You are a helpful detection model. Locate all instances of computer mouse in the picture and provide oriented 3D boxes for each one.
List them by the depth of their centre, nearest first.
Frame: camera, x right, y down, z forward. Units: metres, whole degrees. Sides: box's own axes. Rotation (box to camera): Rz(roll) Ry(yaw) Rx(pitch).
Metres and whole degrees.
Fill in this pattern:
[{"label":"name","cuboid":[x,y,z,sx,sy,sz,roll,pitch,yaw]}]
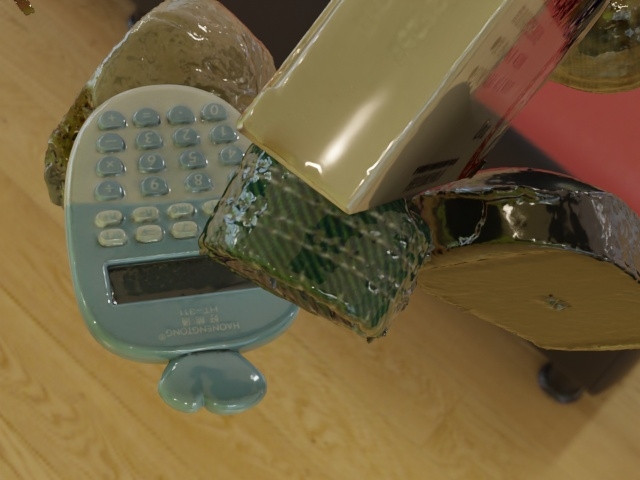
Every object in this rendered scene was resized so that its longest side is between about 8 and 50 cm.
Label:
[{"label":"computer mouse","cuboid":[0.183,0.013,0.907,0.295,0.168,0.087,31,59,-45]}]

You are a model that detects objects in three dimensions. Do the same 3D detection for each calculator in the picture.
[{"label":"calculator","cuboid":[-0.112,0.002,0.947,0.188,0.042,0.302,-5,67,-16]}]

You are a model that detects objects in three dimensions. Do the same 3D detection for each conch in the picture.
[{"label":"conch","cuboid":[0.252,-0.214,1.031,0.291,0.210,0.159,18,42,14]}]

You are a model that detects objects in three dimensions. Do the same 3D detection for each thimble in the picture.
[{"label":"thimble","cuboid":[-0.002,-0.001,0.739,0.135,0.118,0.090,26,82,19]}]

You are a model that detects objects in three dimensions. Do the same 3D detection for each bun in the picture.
[{"label":"bun","cuboid":[-0.147,-0.120,1.226,0.205,0.281,0.281,42,52,-10]}]

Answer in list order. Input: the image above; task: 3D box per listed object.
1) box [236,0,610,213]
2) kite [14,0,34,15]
[{"label":"box","cuboid":[0.095,-0.121,0.574,0.069,0.214,0.353,39,14,7]},{"label":"kite","cuboid":[-0.271,-0.305,0.937,0.141,0.015,0.245,-33,97,-18]}]
